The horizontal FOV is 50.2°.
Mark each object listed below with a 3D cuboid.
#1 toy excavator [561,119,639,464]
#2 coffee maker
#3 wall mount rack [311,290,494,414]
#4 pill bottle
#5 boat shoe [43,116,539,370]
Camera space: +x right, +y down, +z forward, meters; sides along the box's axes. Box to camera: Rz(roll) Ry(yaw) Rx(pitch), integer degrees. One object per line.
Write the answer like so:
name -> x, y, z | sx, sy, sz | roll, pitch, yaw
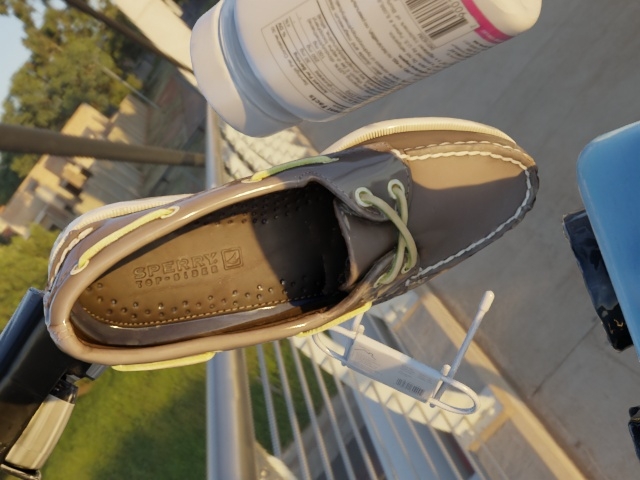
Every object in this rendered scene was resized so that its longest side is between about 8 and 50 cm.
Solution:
toy excavator -> 0.217, -0.022, 0.297 | 0.222, 0.433, 0.445 | -19, -11, 20
coffee maker -> -0.323, 0.142, 0.732 | 0.120, 0.171, 0.178 | 18, 70, 35
wall mount rack -> 0.167, 0.181, 1.304 | 0.304, 0.350, 0.130 | 102, -165, -52
pill bottle -> 0.027, -0.200, 0.596 | 0.283, 0.160, 0.160 | -18, 38, 36
boat shoe -> 0.000, 0.000, 0.418 | 0.324, 0.117, 0.097 | -13, 17, -14
